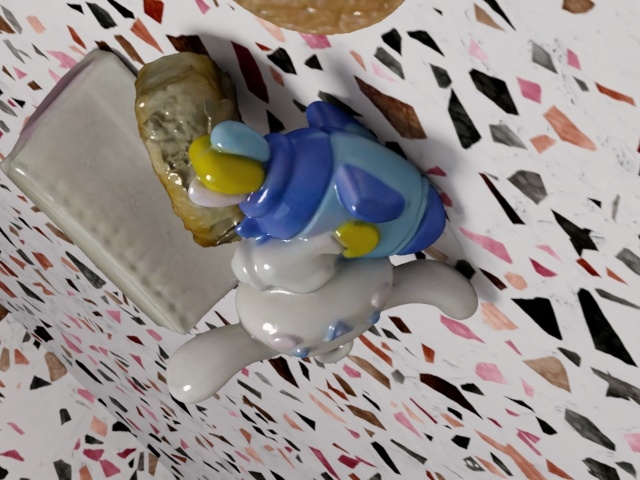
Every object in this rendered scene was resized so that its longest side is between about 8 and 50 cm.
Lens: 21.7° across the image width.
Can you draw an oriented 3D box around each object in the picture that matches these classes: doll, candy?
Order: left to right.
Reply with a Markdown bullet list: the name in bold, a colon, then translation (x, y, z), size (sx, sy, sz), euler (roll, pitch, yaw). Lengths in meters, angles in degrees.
- **candy**: translation (-0.248, -0.060, 2.248), size (0.359, 0.208, 0.145), euler (46, 165, -17)
- **doll**: translation (0.006, 0.004, 1.851), size (0.187, 0.376, 0.366), euler (32, 139, 37)

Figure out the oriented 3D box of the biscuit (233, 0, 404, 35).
- **biscuit**: translation (-0.020, -0.312, 1.352), size (0.275, 0.052, 0.355), euler (7, 141, 19)

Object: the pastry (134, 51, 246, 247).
- **pastry**: translation (-0.130, -0.110, 1.970), size (0.257, 0.120, 0.236), euler (-52, -59, -82)
